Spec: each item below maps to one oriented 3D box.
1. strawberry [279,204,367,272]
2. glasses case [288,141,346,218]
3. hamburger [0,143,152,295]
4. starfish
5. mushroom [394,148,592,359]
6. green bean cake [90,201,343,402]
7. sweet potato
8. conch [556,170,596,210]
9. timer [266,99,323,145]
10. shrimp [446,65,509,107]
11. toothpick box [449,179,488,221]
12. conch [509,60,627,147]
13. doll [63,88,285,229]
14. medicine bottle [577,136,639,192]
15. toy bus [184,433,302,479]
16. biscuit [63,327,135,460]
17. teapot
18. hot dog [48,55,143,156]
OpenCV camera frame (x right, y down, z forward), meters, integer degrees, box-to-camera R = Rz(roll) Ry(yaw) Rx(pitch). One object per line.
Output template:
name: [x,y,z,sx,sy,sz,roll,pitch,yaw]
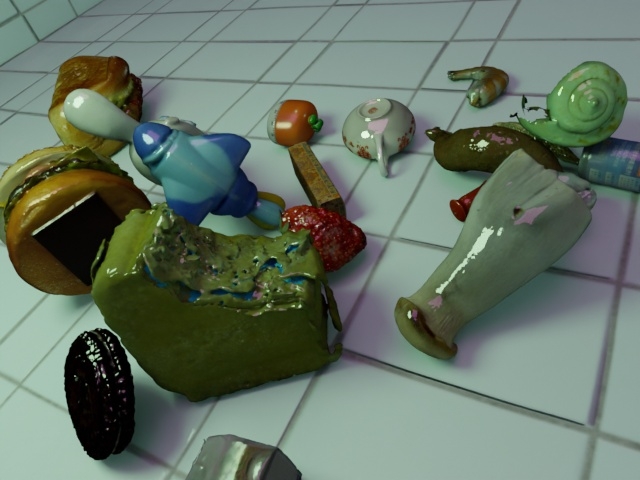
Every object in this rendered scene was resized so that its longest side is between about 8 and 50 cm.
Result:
strawberry: [-0.004,-0.002,0.903,0.148,0.131,0.131,-4,45,26]
glasses case: [-0.008,-0.116,1.051,0.049,0.075,0.218,-21,43,-5]
hamburger: [-0.483,-0.047,1.003,0.291,0.290,0.225,-33,50,-15]
starfish: [0.412,-0.191,1.016,0.217,0.050,0.223,-33,39,-3]
mushroom: [0.239,0.024,0.752,0.328,0.122,0.159,-47,35,3]
green bean cake: [-0.139,0.063,0.769,0.310,0.284,0.202,-11,39,3]
sweet potato: [0.310,-0.156,0.936,0.310,0.124,0.097,26,84,34]
conch: [0.359,-0.043,0.840,0.173,0.106,0.116,-34,64,-14]
timer: [-0.053,-0.278,1.213,0.136,0.099,0.136,-13,52,18]
shrimp: [0.350,-0.369,1.209,0.166,0.049,0.161,26,56,38]
toothpick box: [0.277,-0.070,0.931,0.083,0.047,0.047,-29,44,-10]
conch: [0.412,-0.233,0.901,0.143,0.137,0.250,-49,19,2]
doll: [-0.247,-0.154,1.004,0.366,0.186,0.376,35,28,32]
medicine bottle: [0.549,-0.119,0.863,0.203,0.083,0.083,21,56,33]
toy bus: [-0.138,0.383,0.573,0.138,0.112,0.316,5,47,29]
biscuit: [-0.326,0.222,0.756,0.053,0.194,0.195,-4,29,-41]
teapot: [0.125,-0.236,1.120,0.160,0.116,0.245,3,52,6]
hot dog: [-0.616,-0.400,1.463,0.223,0.185,0.405,-22,43,-2]
